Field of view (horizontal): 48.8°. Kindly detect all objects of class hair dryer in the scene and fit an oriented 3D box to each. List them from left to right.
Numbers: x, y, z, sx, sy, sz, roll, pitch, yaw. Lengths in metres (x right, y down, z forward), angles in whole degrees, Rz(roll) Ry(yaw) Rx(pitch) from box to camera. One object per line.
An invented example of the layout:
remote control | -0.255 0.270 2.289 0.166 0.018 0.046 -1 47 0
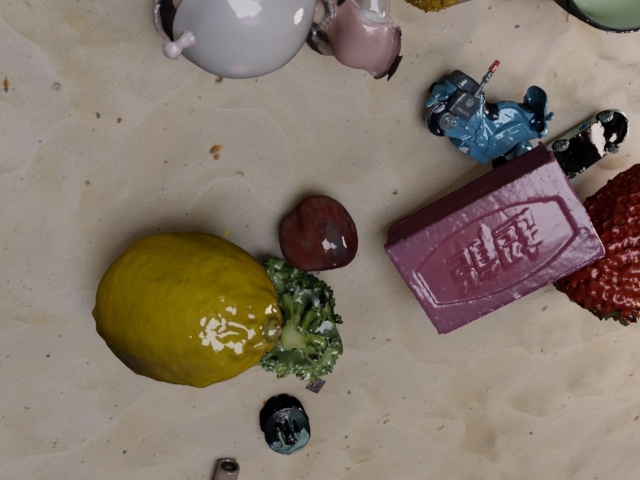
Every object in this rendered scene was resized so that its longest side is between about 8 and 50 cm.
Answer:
hair dryer | -0.300 0.555 1.521 0.221 0.053 0.195 12 108 -17

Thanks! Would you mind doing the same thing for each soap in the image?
soap | 0.328 0.000 1.374 0.360 0.128 0.233 -30 106 16

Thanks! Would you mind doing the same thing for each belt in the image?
belt | -0.076 0.399 1.520 0.105 0.058 0.139 -20 119 -7

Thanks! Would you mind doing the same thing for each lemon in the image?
lemon | -0.219 0.113 1.197 0.316 0.285 0.285 -16 119 9

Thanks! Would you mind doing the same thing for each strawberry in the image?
strawberry | 0.649 0.000 1.505 0.312 0.267 0.351 15 99 -48

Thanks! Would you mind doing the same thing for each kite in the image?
kite | -0.006 0.300 1.533 0.044 0.002 0.078 8 111 -23

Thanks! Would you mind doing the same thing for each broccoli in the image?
broccoli | -0.059 0.151 1.349 0.198 0.176 0.226 -13 131 -12

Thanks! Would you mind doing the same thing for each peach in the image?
peach | 0.000 0.000 1.318 0.152 0.152 0.152 -8 116 -17

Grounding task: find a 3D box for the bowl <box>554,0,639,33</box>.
bowl | 0.504 -0.553 1.228 0.354 0.185 0.353 -8 116 -17

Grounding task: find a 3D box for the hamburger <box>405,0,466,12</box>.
hamburger | 0.184 -0.504 1.087 0.179 0.276 0.293 -9 102 -24

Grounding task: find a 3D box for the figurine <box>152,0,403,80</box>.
figurine | -0.062 -0.360 1.071 0.362 0.210 0.253 1 138 -19

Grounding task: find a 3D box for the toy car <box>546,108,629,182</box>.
toy car | 0.558 -0.202 1.482 0.205 0.056 0.095 -34 120 -7

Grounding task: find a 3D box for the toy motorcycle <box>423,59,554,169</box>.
toy motorcycle | 0.330 -0.238 1.348 0.272 0.123 0.182 24 113 -28
